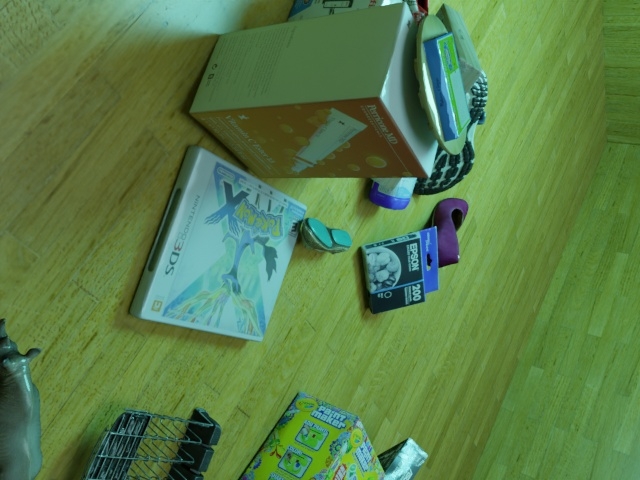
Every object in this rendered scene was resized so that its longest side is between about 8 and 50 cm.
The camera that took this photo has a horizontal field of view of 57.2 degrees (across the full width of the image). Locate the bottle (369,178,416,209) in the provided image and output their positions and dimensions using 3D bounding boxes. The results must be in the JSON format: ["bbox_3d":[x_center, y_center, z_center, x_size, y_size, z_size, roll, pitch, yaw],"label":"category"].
[{"bbox_3d":[0.206,-0.218,1.438,0.118,0.092,0.283,-8,118,-59],"label":"bottle"}]

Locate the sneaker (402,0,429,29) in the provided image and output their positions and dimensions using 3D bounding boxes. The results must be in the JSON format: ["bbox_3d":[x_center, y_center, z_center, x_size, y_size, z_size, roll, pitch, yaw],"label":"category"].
[{"bbox_3d":[0.148,-0.432,1.273,0.090,0.145,0.270,23,83,-54],"label":"sneaker"}]

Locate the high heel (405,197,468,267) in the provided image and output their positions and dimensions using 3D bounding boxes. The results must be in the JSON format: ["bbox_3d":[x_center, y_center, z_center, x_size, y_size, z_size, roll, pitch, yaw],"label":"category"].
[{"bbox_3d":[0.398,-0.021,1.731,0.377,0.181,0.127,-37,130,-41],"label":"high heel"}]

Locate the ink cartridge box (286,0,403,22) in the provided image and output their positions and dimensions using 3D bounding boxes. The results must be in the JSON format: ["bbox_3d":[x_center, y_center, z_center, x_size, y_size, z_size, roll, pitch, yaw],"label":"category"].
[{"bbox_3d":[0.039,-0.388,1.088,0.086,0.203,0.148,32,75,-54],"label":"ink cartridge box"}]

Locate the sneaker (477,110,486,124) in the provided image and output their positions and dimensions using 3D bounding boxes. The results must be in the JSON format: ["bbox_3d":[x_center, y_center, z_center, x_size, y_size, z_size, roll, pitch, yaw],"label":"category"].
[{"bbox_3d":[0.382,-0.425,1.619,0.300,0.121,0.111,47,63,-50],"label":"sneaker"}]

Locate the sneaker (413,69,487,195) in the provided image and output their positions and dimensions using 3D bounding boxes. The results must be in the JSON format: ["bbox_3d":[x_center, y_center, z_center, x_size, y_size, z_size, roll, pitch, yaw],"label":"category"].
[{"bbox_3d":[0.324,-0.302,1.562,0.158,0.182,0.410,-2,134,-12],"label":"sneaker"}]

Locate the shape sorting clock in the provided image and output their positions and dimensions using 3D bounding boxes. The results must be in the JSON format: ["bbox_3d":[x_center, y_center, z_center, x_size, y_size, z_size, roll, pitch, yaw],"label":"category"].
[{"bbox_3d":[0.181,-0.229,0.875,0.206,0.040,0.206,30,56,-59],"label":"shape sorting clock"}]

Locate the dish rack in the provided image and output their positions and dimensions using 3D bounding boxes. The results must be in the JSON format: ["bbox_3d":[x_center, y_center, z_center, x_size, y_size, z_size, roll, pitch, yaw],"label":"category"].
[{"bbox_3d":[-0.298,0.389,1.016,0.271,0.074,0.208,34,73,-52],"label":"dish rack"}]

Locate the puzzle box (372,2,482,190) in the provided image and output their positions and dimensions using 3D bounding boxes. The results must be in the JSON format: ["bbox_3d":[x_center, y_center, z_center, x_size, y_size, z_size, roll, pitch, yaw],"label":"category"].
[{"bbox_3d":[0.202,-0.306,1.194,0.272,0.052,0.409,-55,-167,32],"label":"puzzle box"}]

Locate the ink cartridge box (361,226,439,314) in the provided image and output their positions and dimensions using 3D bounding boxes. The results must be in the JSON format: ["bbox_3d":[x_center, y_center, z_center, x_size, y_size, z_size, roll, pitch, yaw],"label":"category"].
[{"bbox_3d":[0.219,0.081,1.540,0.208,0.045,0.206,-15,120,-8],"label":"ink cartridge box"}]

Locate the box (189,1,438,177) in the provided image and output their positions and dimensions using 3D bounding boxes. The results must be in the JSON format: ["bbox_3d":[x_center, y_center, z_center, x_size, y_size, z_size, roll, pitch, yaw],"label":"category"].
[{"bbox_3d":[0.002,-0.224,0.956,0.215,0.345,0.168,43,58,-51],"label":"box"}]

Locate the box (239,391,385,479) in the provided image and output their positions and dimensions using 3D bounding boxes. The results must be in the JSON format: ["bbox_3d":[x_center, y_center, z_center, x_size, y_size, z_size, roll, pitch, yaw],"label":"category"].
[{"bbox_3d":[-0.015,0.568,1.375,0.279,0.177,0.290,-53,139,-31],"label":"box"}]

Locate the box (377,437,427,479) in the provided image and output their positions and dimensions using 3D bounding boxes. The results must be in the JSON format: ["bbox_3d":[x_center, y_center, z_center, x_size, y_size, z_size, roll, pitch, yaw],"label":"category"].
[{"bbox_3d":[0.139,0.703,1.608,0.307,0.076,0.242,-40,171,-40],"label":"box"}]

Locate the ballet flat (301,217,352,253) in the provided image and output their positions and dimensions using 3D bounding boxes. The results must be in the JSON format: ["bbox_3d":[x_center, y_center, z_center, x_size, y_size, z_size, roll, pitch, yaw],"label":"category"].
[{"bbox_3d":[0.000,0.000,1.284,0.206,0.067,0.073,22,47,-59],"label":"ballet flat"}]

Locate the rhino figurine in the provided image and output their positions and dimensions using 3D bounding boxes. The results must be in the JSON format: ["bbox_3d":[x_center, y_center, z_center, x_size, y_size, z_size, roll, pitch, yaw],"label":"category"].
[{"bbox_3d":[-0.408,0.216,0.768,0.073,0.106,0.243,-10,110,-53],"label":"rhino figurine"}]

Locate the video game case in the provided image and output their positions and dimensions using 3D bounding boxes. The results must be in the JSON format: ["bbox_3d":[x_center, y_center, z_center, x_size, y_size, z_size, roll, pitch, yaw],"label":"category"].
[{"bbox_3d":[-0.169,0.024,1.091,0.329,0.036,0.300,26,80,-55],"label":"video game case"}]
